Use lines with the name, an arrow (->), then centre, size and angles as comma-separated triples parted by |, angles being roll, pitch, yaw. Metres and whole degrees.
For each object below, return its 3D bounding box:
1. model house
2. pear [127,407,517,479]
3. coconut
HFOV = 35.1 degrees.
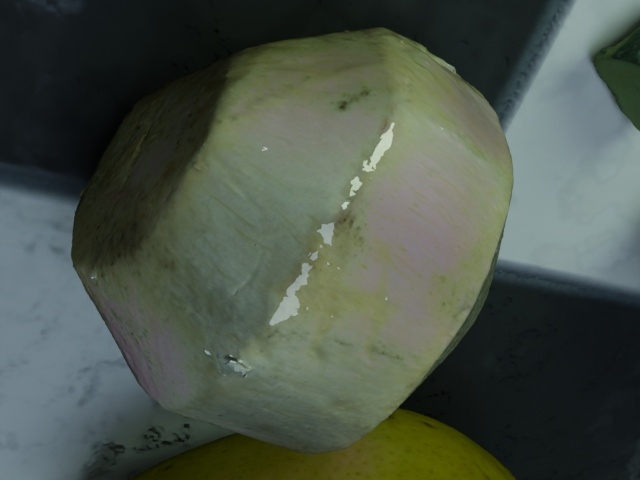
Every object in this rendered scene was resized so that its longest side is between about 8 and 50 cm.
model house -> 0.227, -0.114, 0.632 | 0.083, 0.066, 0.079 | -47, 116, -6
pear -> 0.001, 0.251, 0.679 | 0.337, 0.284, 0.284 | -12, 129, 9
coconut -> 0.000, 0.000, 0.540 | 0.237, 0.197, 0.236 | -8, 121, -14
